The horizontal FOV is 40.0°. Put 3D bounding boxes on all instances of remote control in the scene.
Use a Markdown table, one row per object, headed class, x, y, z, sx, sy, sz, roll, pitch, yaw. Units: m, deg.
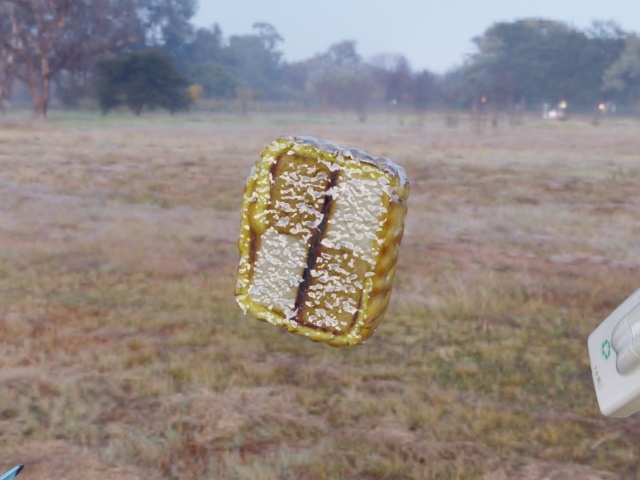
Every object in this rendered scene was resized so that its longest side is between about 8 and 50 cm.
| class | x | y | z | sx | sy | sz | roll | pitch | yaw |
| --- | --- | --- | --- | --- | --- | --- | --- | --- | --- |
| remote control | 0.292 | 0.082 | 0.766 | 0.049 | 0.090 | 0.230 | 1 | -29 | -8 |

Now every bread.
| class | x | y | z | sx | sy | sz | roll | pitch | yaw |
| --- | --- | --- | --- | --- | --- | --- | --- | --- | --- |
| bread | 0.000 | 0.000 | 0.976 | 0.182 | 0.222 | 0.096 | 13 | 6 | 17 |

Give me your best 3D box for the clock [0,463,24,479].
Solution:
| class | x | y | z | sx | sy | sz | roll | pitch | yaw |
| --- | --- | --- | --- | --- | --- | --- | --- | --- | --- |
| clock | -0.366 | 0.244 | 0.856 | 0.147 | 0.108 | 0.045 | 18 | 21 | -42 |
